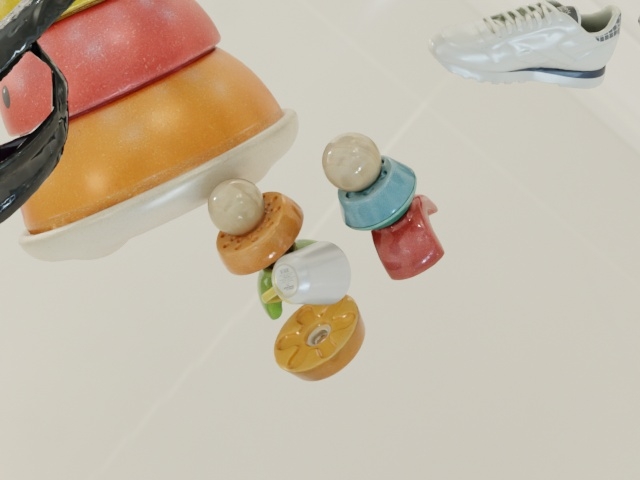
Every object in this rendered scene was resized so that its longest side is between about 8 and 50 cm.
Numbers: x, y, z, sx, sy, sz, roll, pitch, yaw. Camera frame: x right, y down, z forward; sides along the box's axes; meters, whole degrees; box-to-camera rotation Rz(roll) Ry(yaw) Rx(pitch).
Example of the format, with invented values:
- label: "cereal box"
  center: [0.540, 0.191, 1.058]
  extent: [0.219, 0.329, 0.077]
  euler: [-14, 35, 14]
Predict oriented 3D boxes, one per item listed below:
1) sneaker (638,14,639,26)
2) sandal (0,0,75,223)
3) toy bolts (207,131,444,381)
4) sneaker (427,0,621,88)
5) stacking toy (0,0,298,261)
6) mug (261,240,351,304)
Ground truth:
- label: "sneaker"
  center: [0.308, -0.174, 1.118]
  extent: [0.122, 0.110, 0.283]
  euler: [-14, -24, 6]
- label: "sandal"
  center: [-0.297, -0.033, 1.160]
  extent: [0.446, 0.107, 0.167]
  euler: [-50, 14, 10]
- label: "toy bolts"
  center: [0.000, 0.000, 1.492]
  extent: [0.228, 0.158, 0.218]
  euler: [-30, 34, 14]
- label: "sneaker"
  center: [0.238, -0.240, 1.729]
  extent: [0.090, 0.235, 0.095]
  euler: [-111, 27, -42]
- label: "stacking toy"
  center: [-0.266, -0.245, 1.665]
  extent: [0.350, 0.480, 0.350]
  euler: [-24, 10, 4]
- label: "mug"
  center: [-0.016, 0.041, 1.419]
  extent: [0.064, 0.062, 0.078]
  euler: [-10, -50, -52]
